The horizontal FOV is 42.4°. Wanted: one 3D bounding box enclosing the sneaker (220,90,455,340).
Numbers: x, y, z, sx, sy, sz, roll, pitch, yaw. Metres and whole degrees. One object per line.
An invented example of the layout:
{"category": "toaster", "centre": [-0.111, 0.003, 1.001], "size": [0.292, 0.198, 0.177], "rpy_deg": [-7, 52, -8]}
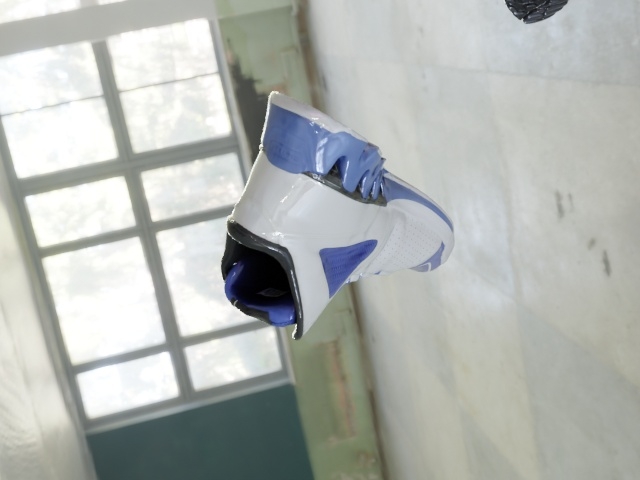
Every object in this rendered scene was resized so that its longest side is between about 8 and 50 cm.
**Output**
{"category": "sneaker", "centre": [0.000, 0.000, 0.774], "size": [0.127, 0.182, 0.315], "rpy_deg": [33, -178, 30]}

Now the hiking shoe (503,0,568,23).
{"category": "hiking shoe", "centre": [0.177, -0.329, 0.869], "size": [0.227, 0.086, 0.114], "rpy_deg": [40, -151, -40]}
